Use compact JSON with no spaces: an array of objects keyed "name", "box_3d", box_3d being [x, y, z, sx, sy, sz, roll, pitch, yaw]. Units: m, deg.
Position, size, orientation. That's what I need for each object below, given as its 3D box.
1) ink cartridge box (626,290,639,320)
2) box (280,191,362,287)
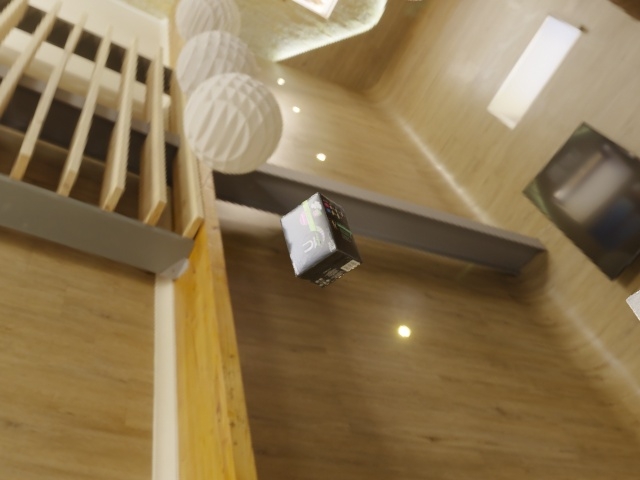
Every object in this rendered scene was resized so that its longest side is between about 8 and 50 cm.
[{"name":"ink cartridge box","box_3d":[0.313,0.063,0.485,0.135,0.056,0.099,-8,-117,-40]},{"name":"box","box_3d":[0.000,0.000,0.721,0.052,0.062,0.083,28,-145,-48]}]
